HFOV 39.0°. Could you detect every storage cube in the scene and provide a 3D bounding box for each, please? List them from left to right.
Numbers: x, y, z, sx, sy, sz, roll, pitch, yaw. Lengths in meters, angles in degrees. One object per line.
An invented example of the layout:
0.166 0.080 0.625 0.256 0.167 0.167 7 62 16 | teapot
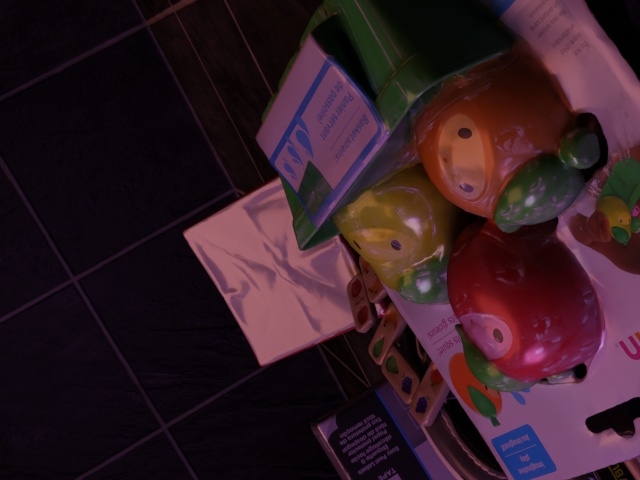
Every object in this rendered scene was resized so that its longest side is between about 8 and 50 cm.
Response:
0.000 0.000 1.030 0.183 0.215 0.193 61 -146 -5 | storage cube

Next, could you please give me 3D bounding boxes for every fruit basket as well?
0.103 -0.008 0.596 0.353 0.165 0.327 63 152 13 | fruit basket

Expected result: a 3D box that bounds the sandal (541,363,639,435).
0.247 0.109 0.623 0.219 0.060 0.089 -3 90 50 | sandal

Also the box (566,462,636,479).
0.272 0.227 0.979 0.190 0.045 0.184 60 168 3 | box

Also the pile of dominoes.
0.087 0.005 0.797 0.196 0.040 0.251 50 121 53 | pile of dominoes

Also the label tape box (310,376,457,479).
0.177 0.304 1.105 0.333 0.241 0.106 58 168 7 | label tape box

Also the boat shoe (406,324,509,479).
0.132 0.075 0.834 0.095 0.112 0.335 91 173 -45 | boat shoe

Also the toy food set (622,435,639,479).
0.291 0.227 0.751 0.306 0.092 0.219 58 169 13 | toy food set
